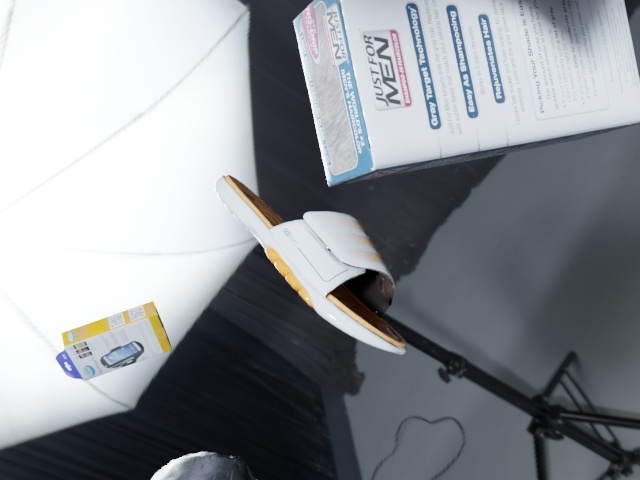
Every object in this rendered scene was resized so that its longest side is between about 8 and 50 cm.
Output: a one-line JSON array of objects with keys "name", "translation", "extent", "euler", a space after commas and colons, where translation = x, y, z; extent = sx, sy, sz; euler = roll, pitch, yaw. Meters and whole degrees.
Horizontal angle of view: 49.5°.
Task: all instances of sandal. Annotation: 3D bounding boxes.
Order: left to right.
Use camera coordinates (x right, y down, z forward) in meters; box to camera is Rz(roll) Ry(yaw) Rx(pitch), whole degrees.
[{"name": "sandal", "translation": [-0.006, -0.003, 0.644], "extent": [0.076, 0.102, 0.265], "euler": [-50, 59, 8]}]

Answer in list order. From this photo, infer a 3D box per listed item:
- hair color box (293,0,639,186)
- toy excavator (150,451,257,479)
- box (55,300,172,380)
[{"name": "hair color box", "translation": [0.161, -0.173, 0.711], "extent": [0.105, 0.347, 0.174], "euler": [-10, 92, 65]}, {"name": "toy excavator", "translation": [-0.060, 0.414, 0.385], "extent": [0.445, 0.432, 0.222], "euler": [-52, 2, 22]}, {"name": "box", "translation": [-0.269, 0.133, 0.899], "extent": [0.081, 0.136, 0.028], "euler": [84, 165, -46]}]
